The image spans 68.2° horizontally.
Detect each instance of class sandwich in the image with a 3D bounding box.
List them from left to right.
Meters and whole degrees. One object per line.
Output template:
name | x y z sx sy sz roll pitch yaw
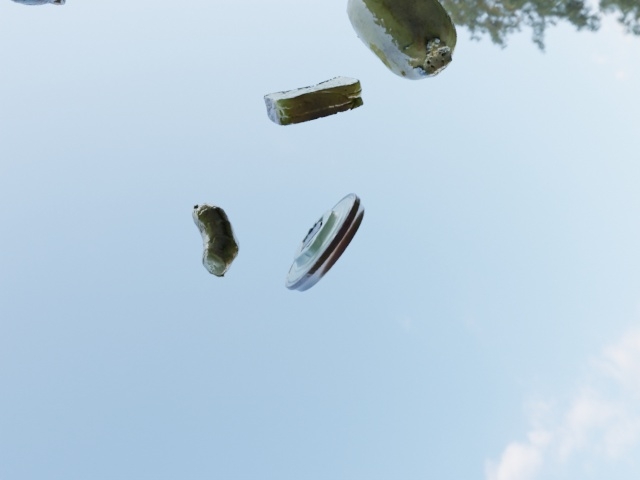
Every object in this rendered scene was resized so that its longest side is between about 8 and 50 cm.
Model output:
sandwich | -0.018 -0.331 1.118 0.215 0.186 0.065 -16 -66 -8

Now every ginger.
ginger | -0.228 -0.006 1.033 0.095 0.069 0.190 -14 -115 -24

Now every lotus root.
lotus root | 0.155 -0.444 0.948 0.160 0.146 0.284 -26 -113 -22

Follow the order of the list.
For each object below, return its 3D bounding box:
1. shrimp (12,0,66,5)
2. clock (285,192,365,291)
shrimp | -0.282 -0.298 0.489 0.073 0.075 0.190 24 -130 -25
clock | 0.000 0.000 1.286 0.080 0.318 0.318 38 -126 -10
